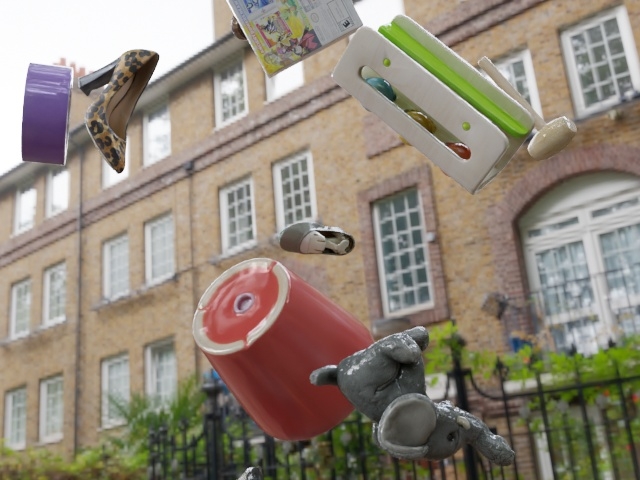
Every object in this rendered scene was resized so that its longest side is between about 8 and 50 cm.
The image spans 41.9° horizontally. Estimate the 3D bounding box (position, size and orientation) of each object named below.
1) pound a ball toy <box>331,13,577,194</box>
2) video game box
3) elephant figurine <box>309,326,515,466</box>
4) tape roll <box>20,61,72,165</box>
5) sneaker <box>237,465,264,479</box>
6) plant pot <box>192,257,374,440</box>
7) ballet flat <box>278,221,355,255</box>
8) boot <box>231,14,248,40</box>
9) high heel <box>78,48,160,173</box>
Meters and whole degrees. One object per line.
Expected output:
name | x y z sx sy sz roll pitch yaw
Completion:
pound a ball toy | 0.196 -0.193 1.249 0.208 0.319 0.135 -35 -17 -51
video game box | -0.056 -0.409 1.429 0.187 0.205 0.048 -28 3 -3
elephant figurine | 0.139 0.263 1.251 0.186 0.239 0.169 -32 -16 33
tape roll | -0.521 -0.240 1.597 0.080 0.189 0.189 6 -22 -16
sneaker | -0.171 0.490 1.433 0.108 0.100 0.271 19 -61 -24
plant pot | -0.075 0.176 1.464 0.275 0.275 0.243 -16 -46 26
ballet flat | 0.000 0.000 1.808 0.068 0.072 0.213 28 17 35
boot | -0.051 -0.429 1.554 0.219 0.082 0.106 -36 28 -27
high heel | -0.399 -0.280 1.760 0.186 0.261 0.093 -24 -21 8
